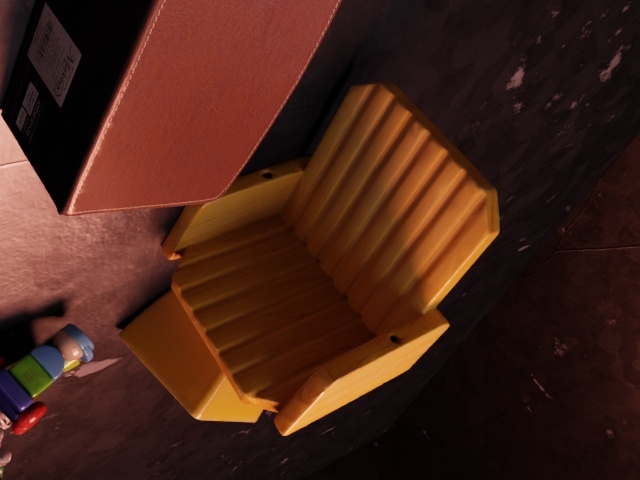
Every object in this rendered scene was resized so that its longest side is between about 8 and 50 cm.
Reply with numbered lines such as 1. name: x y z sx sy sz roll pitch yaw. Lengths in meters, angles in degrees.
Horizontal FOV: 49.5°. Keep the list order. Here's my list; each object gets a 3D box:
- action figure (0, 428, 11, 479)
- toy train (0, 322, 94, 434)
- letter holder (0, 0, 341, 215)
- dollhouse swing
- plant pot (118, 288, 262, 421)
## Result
1. action figure: -0.581 0.317 1.010 0.232 0.137 0.063 8 115 -45
2. toy train: -0.430 0.209 1.048 0.143 0.105 0.248 -42 -177 -34
3. letter holder: -0.139 -0.188 0.671 0.214 0.152 0.302 -9 143 -49
4. dollhouse swing: 0.000 0.000 0.929 0.315 0.347 0.305 -21 151 -30
5. plant pot: -0.167 0.166 1.183 0.187 0.212 0.212 -52 154 2
